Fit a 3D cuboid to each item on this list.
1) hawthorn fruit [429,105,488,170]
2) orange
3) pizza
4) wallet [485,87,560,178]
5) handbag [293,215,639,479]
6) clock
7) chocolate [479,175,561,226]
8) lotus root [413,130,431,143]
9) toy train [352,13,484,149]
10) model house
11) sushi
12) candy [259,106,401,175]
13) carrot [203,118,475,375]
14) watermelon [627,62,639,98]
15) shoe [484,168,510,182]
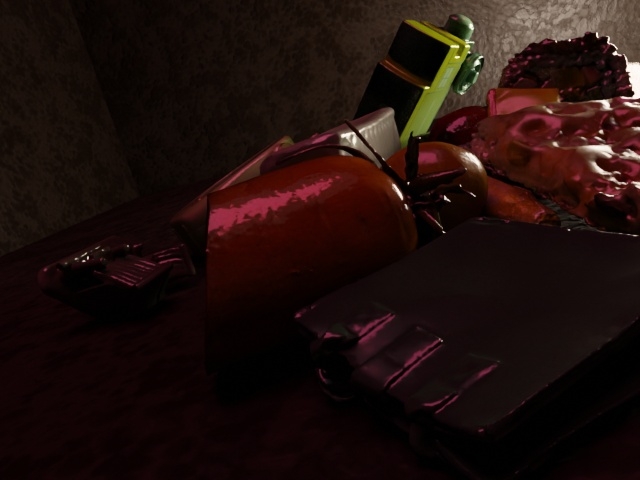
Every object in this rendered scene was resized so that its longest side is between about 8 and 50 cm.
[{"bbox_3d":[0.291,-0.191,1.157,0.194,0.156,0.157,-19,14,-6],"label":"hawthorn fruit"},{"bbox_3d":[0.151,-0.061,0.766,0.159,0.136,0.159,-8,-9,-1],"label":"orange"},{"bbox_3d":[0.465,-0.155,0.812,0.392,0.080,0.435,-18,30,-9],"label":"pizza"},{"bbox_3d":[0.380,-0.198,1.033,0.141,0.067,0.241,3,48,11],"label":"wallet"},{"bbox_3d":[0.136,0.069,0.459,0.260,0.079,0.248,-26,19,-23],"label":"handbag"},{"bbox_3d":[-0.143,-0.104,1.177,0.348,0.117,0.286,-39,13,-18],"label":"clock"},{"bbox_3d":[0.262,-0.041,0.786,0.086,0.085,0.219,-17,18,-5],"label":"chocolate"},{"bbox_3d":[0.335,-0.223,1.319,0.235,0.118,0.138,-22,14,-29],"label":"lotus root"},{"bbox_3d":[0.214,-0.325,1.341,0.179,0.441,0.272,39,36,21],"label":"toy train"},{"bbox_3d":[-0.325,0.056,0.952,0.188,0.122,0.229,-7,13,25],"label":"model house"},{"bbox_3d":[0.504,-0.294,1.187,0.270,0.236,0.171,-6,-3,9],"label":"sushi"},{"bbox_3d":[0.050,-0.091,0.923,0.145,0.207,0.359,-11,15,24],"label":"candy"},{"bbox_3d":[0.000,0.000,0.635,0.332,0.193,0.214,-16,52,-17],"label":"carrot"},{"bbox_3d":[0.775,-0.359,1.435,0.231,0.128,0.146,-9,-20,-31],"label":"watermelon"},{"bbox_3d":[0.309,-0.128,1.074,0.160,0.053,0.062,-15,50,-15],"label":"shoe"}]
